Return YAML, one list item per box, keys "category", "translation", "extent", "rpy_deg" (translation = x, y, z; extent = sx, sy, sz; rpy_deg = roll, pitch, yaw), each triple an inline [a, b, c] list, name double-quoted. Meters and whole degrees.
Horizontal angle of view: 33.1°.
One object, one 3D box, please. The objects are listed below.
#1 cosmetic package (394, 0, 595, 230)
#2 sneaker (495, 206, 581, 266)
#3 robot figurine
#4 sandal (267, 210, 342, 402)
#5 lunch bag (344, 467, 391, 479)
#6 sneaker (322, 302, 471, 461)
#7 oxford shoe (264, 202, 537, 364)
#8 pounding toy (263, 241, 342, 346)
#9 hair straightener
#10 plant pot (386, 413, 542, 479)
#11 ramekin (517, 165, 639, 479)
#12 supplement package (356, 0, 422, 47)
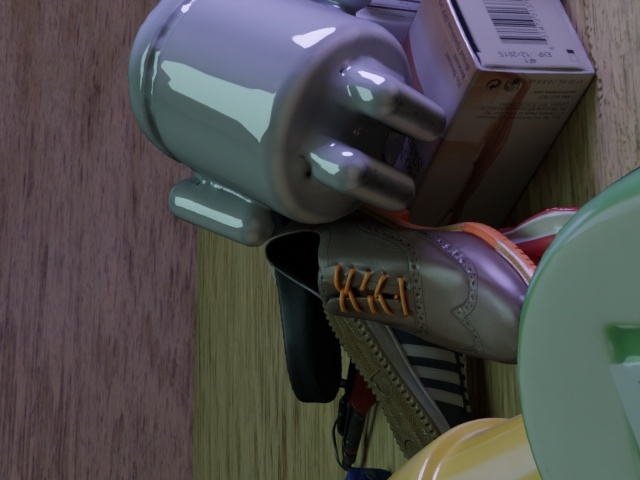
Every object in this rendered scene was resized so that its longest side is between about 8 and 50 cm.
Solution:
- category: "cosmetic package"
  translation: [0.144, -0.119, 1.118]
  extent: [0.296, 0.129, 0.153]
  rpy_deg: [111, 150, -48]
- category: "sneaker"
  translation: [0.192, 0.055, 1.009]
  extent: [0.221, 0.087, 0.128]
  rpy_deg: [135, 137, -68]
- category: "robot figurine"
  translation: [-0.052, -0.142, 1.063]
  extent: [0.353, 0.200, 0.300]
  rpy_deg: [28, 92, 36]
- category: "sandal"
  translation: [0.001, 0.001, 1.464]
  extent: [0.167, 0.107, 0.445]
  rpy_deg: [-40, -57, -67]
- category: "lunch bag"
  translation: [0.066, 0.347, 1.417]
  extent: [0.098, 0.067, 0.065]
  rpy_deg: [-114, 31, -57]
- category: "sneaker"
  translation: [0.136, 0.144, 1.200]
  extent: [0.282, 0.153, 0.099]
  rpy_deg: [59, 152, 7]
- category: "oxford shoe"
  translation: [0.076, 0.048, 1.017]
  extent: [0.364, 0.133, 0.130]
  rpy_deg: [21, 123, 56]
- category: "pounding toy"
  translation: [0.029, 0.022, 1.605]
  extent: [0.237, 0.110, 0.183]
  rpy_deg: [50, 131, 25]
- category: "hair straightener"
  translation: [0.053, 0.233, 1.552]
  extent: [0.089, 0.047, 0.230]
  rpy_deg: [-119, 32, -63]
- category: "plant pot"
  translation: [0.189, 0.212, 0.743]
  extent: [0.239, 0.254, 0.254]
  rpy_deg: [-49, 37, 40]
- category: "ramekin"
  translation: [0.237, 0.075, 0.499]
  extent: [0.303, 0.148, 0.303]
  rpy_deg: [29, 130, 42]
- category: "supplement package"
  translation: [0.072, -0.194, 1.261]
  extent: [0.262, 0.204, 0.145]
  rpy_deg: [113, 154, -47]
